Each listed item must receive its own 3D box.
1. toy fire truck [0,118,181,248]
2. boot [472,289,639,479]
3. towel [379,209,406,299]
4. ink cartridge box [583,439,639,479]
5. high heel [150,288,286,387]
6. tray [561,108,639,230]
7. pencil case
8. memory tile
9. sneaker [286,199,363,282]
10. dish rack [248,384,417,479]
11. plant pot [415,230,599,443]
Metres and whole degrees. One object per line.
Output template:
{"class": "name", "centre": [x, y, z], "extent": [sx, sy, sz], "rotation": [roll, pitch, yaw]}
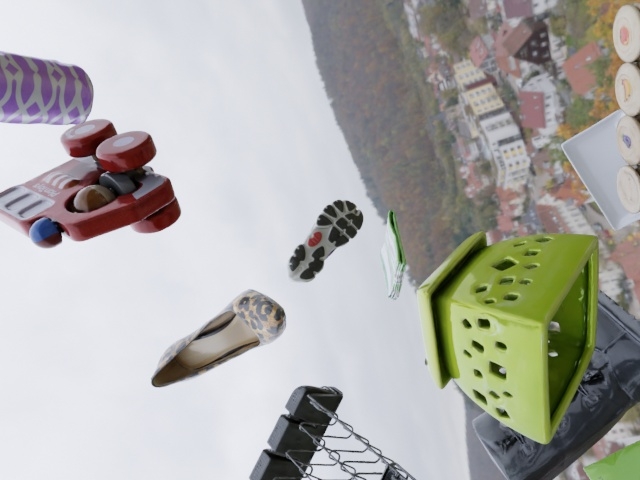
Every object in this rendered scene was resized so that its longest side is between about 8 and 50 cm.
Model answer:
{"class": "toy fire truck", "centre": [-0.419, -0.079, 0.884], "extent": [0.254, 0.302, 0.169], "rotation": [-42, -42, -33]}
{"class": "boot", "centre": [0.548, 0.324, 1.164], "extent": [0.146, 0.445, 0.367], "rotation": [38, -167, -13]}
{"class": "towel", "centre": [0.128, 0.030, 0.898], "extent": [0.152, 0.023, 0.113], "rotation": [85, 176, -60]}
{"class": "ink cartridge box", "centre": [0.449, 0.272, 0.543], "extent": [0.097, 0.255, 0.189], "rotation": [39, -160, -39]}
{"class": "high heel", "centre": [-0.157, 0.165, 0.750], "extent": [0.186, 0.261, 0.093], "rotation": [-41, -81, -30]}
{"class": "tray", "centre": [0.693, -0.162, 1.152], "extent": [0.270, 0.145, 0.030], "rotation": [50, -153, -15]}
{"class": "pencil case", "centre": [-0.381, -0.185, 0.586], "extent": [0.088, 0.086, 0.206], "rotation": [38, -156, 24]}
{"class": "memory tile", "centre": [0.217, -0.075, 0.312], "extent": [0.113, 0.012, 0.148], "rotation": [-80, -24, -67]}
{"class": "sneaker", "centre": [0.000, 0.000, 0.807], "extent": [0.068, 0.170, 0.071], "rotation": [45, 163, -3]}
{"class": "dish rack", "centre": [0.012, 0.304, 0.559], "extent": [0.074, 0.271, 0.208], "rotation": [29, -95, -35]}
{"class": "plant pot", "centre": [0.282, 0.123, 0.758], "extent": [0.228, 0.207, 0.227], "rotation": [-38, -54, -38]}
